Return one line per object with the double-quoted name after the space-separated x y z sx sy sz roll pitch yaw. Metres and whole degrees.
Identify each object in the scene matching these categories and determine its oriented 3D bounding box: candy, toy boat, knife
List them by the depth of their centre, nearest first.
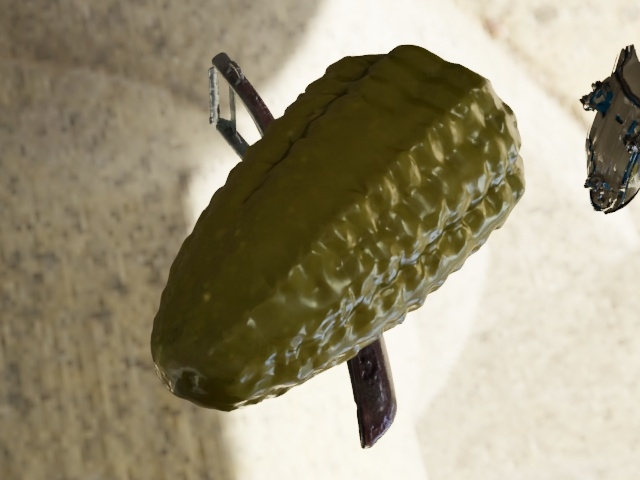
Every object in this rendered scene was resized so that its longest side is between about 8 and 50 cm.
0.000 0.000 0.817 0.199 0.106 0.094 -45 160 -41 "candy"
-0.005 0.005 1.317 0.053 0.278 0.123 -23 159 -6 "knife"
0.259 -0.081 1.692 0.066 0.084 0.210 -30 156 -21 "toy boat"
